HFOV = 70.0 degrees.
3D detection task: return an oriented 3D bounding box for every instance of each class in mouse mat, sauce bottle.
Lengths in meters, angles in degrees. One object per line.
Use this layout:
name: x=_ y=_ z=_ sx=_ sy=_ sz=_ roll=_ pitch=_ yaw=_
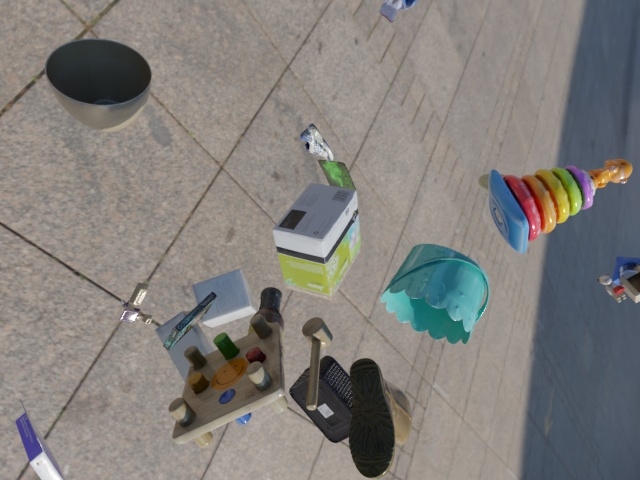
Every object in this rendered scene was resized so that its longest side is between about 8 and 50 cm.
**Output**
mouse mat: x=0.078 y=-0.307 z=2.150 sx=0.007 sy=0.153 sz=0.189 roll=-59 pitch=143 yaw=-25
sauce bottle: x=-0.162 y=0.289 z=1.362 sx=0.111 sy=0.111 sz=0.344 roll=57 pitch=23 yaw=-34

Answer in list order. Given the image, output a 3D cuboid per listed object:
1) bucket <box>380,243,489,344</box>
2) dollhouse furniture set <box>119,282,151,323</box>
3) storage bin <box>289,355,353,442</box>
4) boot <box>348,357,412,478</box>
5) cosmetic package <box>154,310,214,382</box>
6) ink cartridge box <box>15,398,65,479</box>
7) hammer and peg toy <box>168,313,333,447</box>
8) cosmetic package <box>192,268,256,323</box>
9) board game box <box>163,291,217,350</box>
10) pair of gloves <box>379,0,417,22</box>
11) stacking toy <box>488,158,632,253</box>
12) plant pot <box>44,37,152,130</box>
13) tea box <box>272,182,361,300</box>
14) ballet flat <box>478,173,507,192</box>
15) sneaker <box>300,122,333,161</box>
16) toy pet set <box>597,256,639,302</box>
bucket: x=0.331 y=0.149 z=1.301 sx=0.281 sy=0.281 sz=0.183 roll=48 pitch=63 yaw=-40
dollhouse furniture set: x=-0.505 y=0.161 z=1.275 sx=0.091 sy=0.081 sz=0.114 roll=21 pitch=101 yaw=-45
storage bin: x=0.026 y=0.396 z=1.139 sx=0.180 sy=0.122 sz=0.084 roll=49 pitch=33 yaw=3
boot: x=0.145 y=0.398 z=0.983 sx=0.269 sy=0.089 sz=0.236 roll=56 pitch=30 yaw=-49
cosmetic package: x=-0.476 y=0.386 z=1.651 sx=0.238 sy=0.127 sz=0.107 roll=57 pitch=-2 yaw=7
ink cartridge box: x=-0.768 y=0.562 z=1.238 sx=0.045 sy=0.206 sz=0.208 roll=-28 pitch=121 yaw=-34
hammer and peg toy: x=-0.151 y=0.285 z=1.019 sx=0.127 sy=0.361 sz=0.266 roll=62 pitch=6 yaw=-23
cosmetic package: x=-0.352 y=0.217 z=1.689 sx=0.151 sy=0.184 sz=0.151 roll=90 pitch=-19 yaw=-73
board game box: x=-0.407 y=0.251 z=1.433 sx=0.026 sy=0.126 sz=0.186 roll=40 pitch=40 yaw=1
pair of gloves: x=0.154 y=-0.634 z=1.124 sx=0.198 sy=0.159 sz=0.023 roll=45 pitch=68 yaw=2
stacking toy: x=0.547 y=-0.111 z=1.035 sx=0.165 sy=0.302 sz=0.175 roll=55 pitch=15 yaw=-56
plant pot: x=-0.666 y=-0.448 z=1.404 sx=0.284 sy=0.191 sz=0.284 roll=8 pitch=58 yaw=-14
tea box: x=0.000 y=0.000 z=1.840 sx=0.329 sy=0.220 sz=0.323 roll=-56 pitch=149 yaw=-40
ballet flat: x=0.632 y=-0.157 z=1.490 sx=0.086 sy=0.249 sz=0.086 roll=-43 pitch=142 yaw=-46
sneaker: x=-0.012 y=-0.259 z=1.252 sx=0.135 sy=0.058 sz=0.052 roll=48 pitch=13 yaw=-44
toy pet set: x=0.472 y=0.037 z=0.678 sx=0.114 sy=0.122 sz=0.065 roll=39 pitch=21 yaw=-50
